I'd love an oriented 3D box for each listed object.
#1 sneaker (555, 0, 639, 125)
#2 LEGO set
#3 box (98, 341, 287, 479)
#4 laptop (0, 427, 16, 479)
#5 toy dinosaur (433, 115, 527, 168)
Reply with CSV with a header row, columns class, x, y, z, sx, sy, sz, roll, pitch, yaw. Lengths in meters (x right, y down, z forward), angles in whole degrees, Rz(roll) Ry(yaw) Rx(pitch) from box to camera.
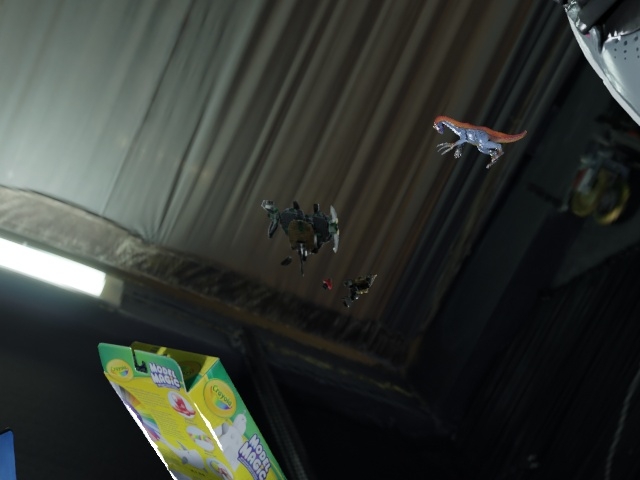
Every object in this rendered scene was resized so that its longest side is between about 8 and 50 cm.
class,x,y,z,sx,sy,sz,roll,pitch,yaw
sneaker,0.090,-0.155,0.358,0.178,0.124,0.295,-3,-121,-32
LEGO set,-0.001,0.002,0.516,0.083,0.054,0.023,57,-144,-11
box,-0.101,0.147,0.673,0.105,0.043,0.179,4,131,40
laptop,-0.229,0.377,0.719,0.408,0.382,0.236,-7,177,35
toy dinosaur,0.171,-0.120,0.956,0.082,0.090,0.047,51,179,8
